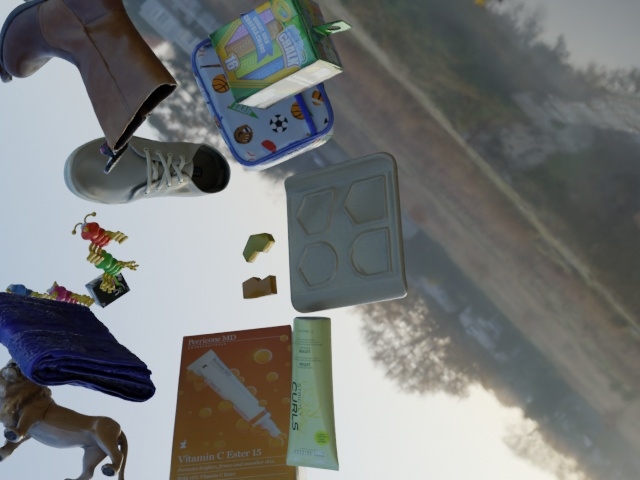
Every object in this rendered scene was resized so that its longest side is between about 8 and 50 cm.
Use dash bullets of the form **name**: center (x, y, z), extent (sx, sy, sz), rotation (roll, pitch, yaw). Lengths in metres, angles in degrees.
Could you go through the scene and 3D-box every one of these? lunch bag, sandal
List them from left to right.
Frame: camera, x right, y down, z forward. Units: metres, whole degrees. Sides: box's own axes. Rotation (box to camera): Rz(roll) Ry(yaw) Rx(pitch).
- **sandal**: center (-0.385, -0.186, 1.571), extent (0.040, 0.067, 0.179), rotation (35, -150, -23)
- **lunch bag**: center (-0.110, -0.309, 1.691), extent (0.115, 0.243, 0.303), rotation (37, -151, -84)

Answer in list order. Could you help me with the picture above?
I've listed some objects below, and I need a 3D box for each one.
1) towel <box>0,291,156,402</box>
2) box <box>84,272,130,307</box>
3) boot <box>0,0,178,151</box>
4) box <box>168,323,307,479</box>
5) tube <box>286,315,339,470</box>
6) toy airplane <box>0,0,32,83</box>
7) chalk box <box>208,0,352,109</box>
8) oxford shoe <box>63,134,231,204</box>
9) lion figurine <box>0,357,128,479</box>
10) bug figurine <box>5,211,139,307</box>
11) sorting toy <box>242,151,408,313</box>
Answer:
- **towel**: center (-0.429, 0.164, 1.404), extent (0.227, 0.076, 0.308), rotation (23, -179, -42)
- **box**: center (-0.523, 0.116, 2.063), extent (0.052, 0.083, 0.062), rotation (14, 132, 53)
- **boot**: center (-0.358, -0.255, 1.281), extent (0.280, 0.264, 0.096), rotation (59, -158, 14)
- **box**: center (-0.141, 0.344, 1.513), extent (0.345, 0.214, 0.168), rotation (-95, -3, -46)
- **tube**: center (-0.012, 0.241, 1.324), extent (0.062, 0.240, 0.070), rotation (0, -179, -24)
- **toy airplane**: center (-0.710, -0.480, 1.592), extent (0.384, 0.386, 0.272), rotation (35, 179, -14)
- **chalk box**: center (-0.052, -0.326, 1.403), extent (0.132, 0.213, 0.132), rotation (68, -161, 5)
- **oxford shoe**: center (-0.396, -0.171, 2.009), extent (0.449, 0.169, 0.130), rotation (-3, -175, -44)
- **lion figurine**: center (-0.565, 0.413, 1.853), extent (0.392, 0.142, 0.240), rotation (30, -157, -6)
- **bug figurine**: center (-0.509, 0.069, 1.730), extent (0.072, 0.279, 0.216), rotation (48, 176, 25)
- **sorting toy**: center (0.000, 0.000, 1.366), extent (0.041, 0.307, 0.229), rotation (11, -110, -56)
